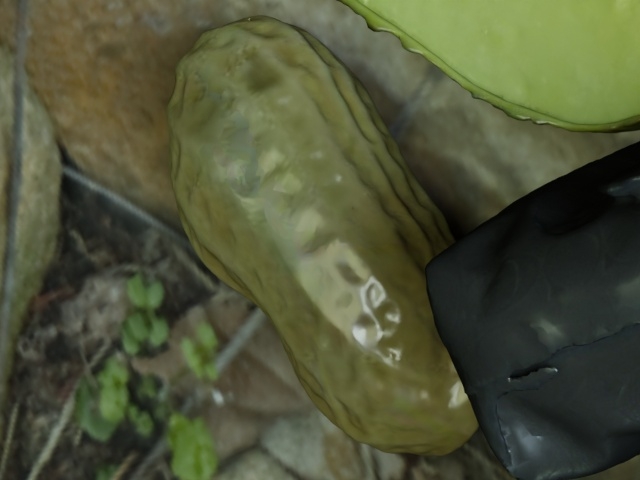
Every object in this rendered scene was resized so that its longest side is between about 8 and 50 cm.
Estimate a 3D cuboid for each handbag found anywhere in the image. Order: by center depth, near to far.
[{"bbox_3d":[0.172,-0.017,0.480,0.223,0.247,0.080,-22,91,31],"label":"handbag"}]

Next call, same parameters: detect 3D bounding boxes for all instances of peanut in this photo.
[{"bbox_3d":[0.000,0.000,0.677,0.093,0.083,0.194,-31,79,16],"label":"peanut"}]

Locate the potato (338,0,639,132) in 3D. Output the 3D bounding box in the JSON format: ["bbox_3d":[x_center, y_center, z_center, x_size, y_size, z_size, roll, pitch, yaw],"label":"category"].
[{"bbox_3d":[0.071,-0.150,0.600,0.272,0.111,0.160,41,121,28],"label":"potato"}]
